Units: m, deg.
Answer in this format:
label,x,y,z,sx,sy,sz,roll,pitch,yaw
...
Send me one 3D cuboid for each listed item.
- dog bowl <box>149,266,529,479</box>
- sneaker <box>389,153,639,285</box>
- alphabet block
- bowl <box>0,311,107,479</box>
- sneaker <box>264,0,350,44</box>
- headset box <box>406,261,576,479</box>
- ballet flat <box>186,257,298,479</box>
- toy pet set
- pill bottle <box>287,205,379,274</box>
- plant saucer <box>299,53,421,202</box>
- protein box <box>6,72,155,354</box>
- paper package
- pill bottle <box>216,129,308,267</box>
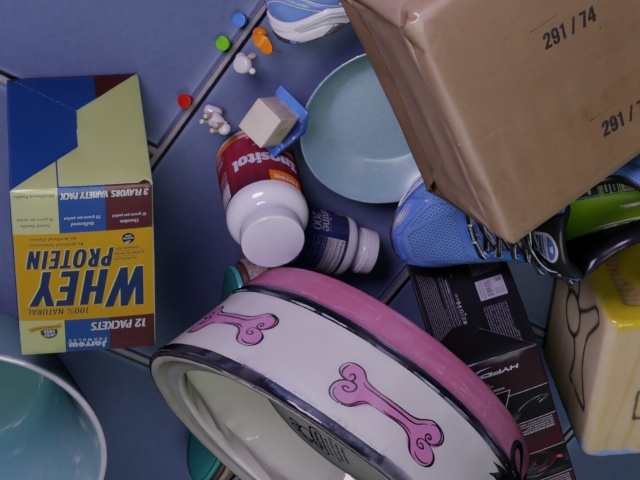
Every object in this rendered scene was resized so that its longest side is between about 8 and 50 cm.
label,x,y,z,sx,sy,sz,roll,pitch,yaw
dog bowl,0.032,0.189,1.863,0.150,0.408,0.408,-53,128,-19
sneaker,0.218,-0.030,1.879,0.330,0.147,0.130,-14,117,24
alphabet block,0.374,0.105,2.068,0.193,0.192,0.197,-4,128,-11
bowl,-0.391,0.191,1.998,0.311,0.163,0.312,-5,128,-7
sneaker,0.040,-0.263,1.793,0.211,0.080,0.081,-23,131,5
headset box,0.198,0.167,2.061,0.110,0.218,0.293,-18,128,3
ballet flat,-0.072,0.158,2.078,0.106,0.107,0.316,-2,129,-24
toy pet set,-0.063,-0.152,1.875,0.122,0.114,0.065,-52,162,25
pill bottle,0.000,0.000,1.991,0.120,0.067,0.067,13,123,-20
plant saucer,0.072,-0.127,1.929,0.195,0.037,0.195,-5,126,-7
protein box,-0.240,-0.028,1.839,0.136,0.200,0.201,-3,128,-8
paper package,0.214,-0.209,1.753,0.325,0.168,0.309,-37,129,-11
pill bottle,-0.058,-0.043,1.894,0.086,0.152,0.086,-6,127,-7
